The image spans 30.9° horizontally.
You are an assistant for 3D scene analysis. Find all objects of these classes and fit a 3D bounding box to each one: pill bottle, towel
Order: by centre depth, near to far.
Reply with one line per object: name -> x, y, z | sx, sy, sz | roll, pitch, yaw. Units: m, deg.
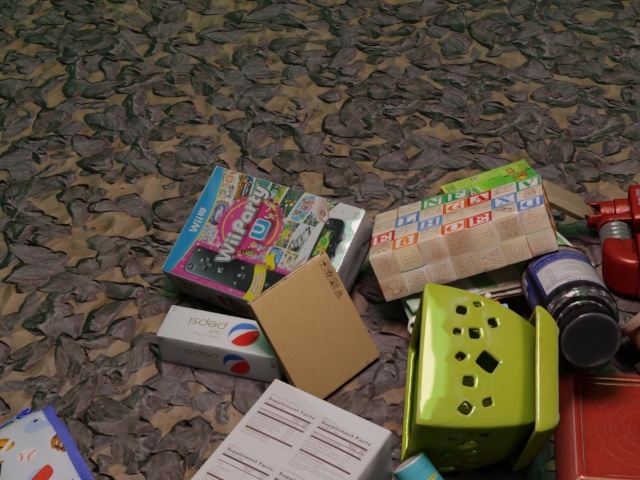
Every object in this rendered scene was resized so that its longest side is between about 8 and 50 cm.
pill bottle -> 0.391, 0.103, 1.801 | 0.122, 0.123, 0.219 | -5, 25, -1
towel -> 0.278, 0.045, 2.013 | 0.324, 0.038, 0.248 | -14, 26, -8

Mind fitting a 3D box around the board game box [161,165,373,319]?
board game box -> -0.089, 0.021, 2.010 | 0.303, 0.097, 0.224 | 17, 70, 24

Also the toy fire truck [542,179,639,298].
toy fire truck -> 0.508, -0.017, 2.017 | 0.246, 0.158, 0.217 | -2, 43, 10

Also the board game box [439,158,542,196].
board game box -> 0.326, -0.086, 2.183 | 0.181, 0.043, 0.092 | -19, 45, -14

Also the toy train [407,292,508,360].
toy train -> 0.227, 0.152, 1.894 | 0.166, 0.125, 0.046 | -10, 10, 0

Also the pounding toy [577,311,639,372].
pounding toy -> 0.525, 0.107, 1.840 | 0.269, 0.154, 0.155 | -31, 78, -26

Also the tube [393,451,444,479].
tube -> 0.181, 0.395, 1.619 | 0.080, 0.052, 0.207 | -34, 87, -23

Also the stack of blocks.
stack of blocks -> 0.238, -0.014, 1.932 | 0.297, 0.087, 0.171 | -17, 22, 15

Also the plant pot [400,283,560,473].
plant pot -> 0.235, 0.216, 1.712 | 0.207, 0.227, 0.228 | 5, 61, 1

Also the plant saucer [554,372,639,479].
plant saucer -> 0.487, 0.296, 1.755 | 0.258, 0.048, 0.259 | 2, 44, 7

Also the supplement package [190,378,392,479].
supplement package -> -0.048, 0.376, 1.601 | 0.198, 0.199, 0.263 | 21, 48, 25

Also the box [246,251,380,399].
box -> -0.009, 0.145, 1.868 | 0.164, 0.201, 0.021 | -34, 14, -27

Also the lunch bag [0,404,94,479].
lunch bag -> -0.429, 0.433, 1.552 | 0.328, 0.239, 0.385 | -26, 54, -19

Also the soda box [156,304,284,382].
soda box -> -0.158, 0.173, 1.926 | 0.216, 0.069, 0.074 | 9, 45, 15
